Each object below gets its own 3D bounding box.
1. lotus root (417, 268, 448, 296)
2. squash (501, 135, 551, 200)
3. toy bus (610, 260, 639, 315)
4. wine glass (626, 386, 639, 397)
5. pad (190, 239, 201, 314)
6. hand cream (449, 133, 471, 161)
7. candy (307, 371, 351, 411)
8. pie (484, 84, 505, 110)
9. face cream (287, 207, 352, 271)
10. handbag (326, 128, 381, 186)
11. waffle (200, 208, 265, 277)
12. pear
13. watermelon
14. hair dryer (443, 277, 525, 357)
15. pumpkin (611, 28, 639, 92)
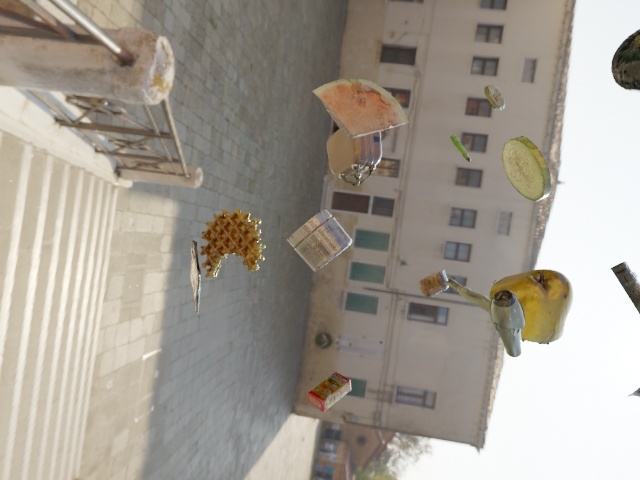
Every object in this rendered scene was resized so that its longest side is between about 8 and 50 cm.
[{"bbox_3d":[0.464,0.173,2.040,0.081,0.122,0.112,63,11,2],"label":"lotus root"},{"bbox_3d":[0.659,-0.230,1.604,0.219,0.041,0.219,156,-90,-89],"label":"squash"},{"bbox_3d":[0.862,0.135,1.371,0.065,0.047,0.166,13,49,-47],"label":"toy bus"},{"bbox_3d":[0.926,0.510,1.312,0.074,0.074,0.262,88,-21,-55],"label":"wine glass"},{"bbox_3d":[-0.440,0.126,1.756,0.233,0.022,0.174,-118,-146,-55],"label":"pad"},{"bbox_3d":[0.545,-0.357,1.935,0.122,0.023,0.036,55,5,3],"label":"hand cream"},{"bbox_3d":[0.026,0.430,1.422,0.122,0.062,0.038,-26,121,-40],"label":"candy"},{"bbox_3d":[0.506,-0.417,1.453,0.020,0.084,0.084,-32,-142,47],"label":"pie"},{"bbox_3d":[0.000,0.000,1.706,0.177,0.153,0.177,-40,178,-2],"label":"face cream"},{"bbox_3d":[0.153,-0.380,2.242,0.302,0.149,0.283,-24,-111,62],"label":"handbag"},{"bbox_3d":[-0.339,0.008,1.915,0.069,0.293,0.259,10,75,-62],"label":"waffle"},{"bbox_3d":[0.648,0.162,1.458,0.178,0.267,0.267,114,-8,-48],"label":"pear"},{"bbox_3d":[0.119,-0.431,1.654,0.256,0.260,0.176,-29,-171,47],"label":"watermelon"},{"bbox_3d":[0.484,0.221,1.421,0.229,0.092,0.267,61,-16,-17],"label":"hair dryer"},{"bbox_3d":[0.874,-0.489,1.317,0.202,0.140,0.202,-37,-152,24],"label":"pumpkin"}]
